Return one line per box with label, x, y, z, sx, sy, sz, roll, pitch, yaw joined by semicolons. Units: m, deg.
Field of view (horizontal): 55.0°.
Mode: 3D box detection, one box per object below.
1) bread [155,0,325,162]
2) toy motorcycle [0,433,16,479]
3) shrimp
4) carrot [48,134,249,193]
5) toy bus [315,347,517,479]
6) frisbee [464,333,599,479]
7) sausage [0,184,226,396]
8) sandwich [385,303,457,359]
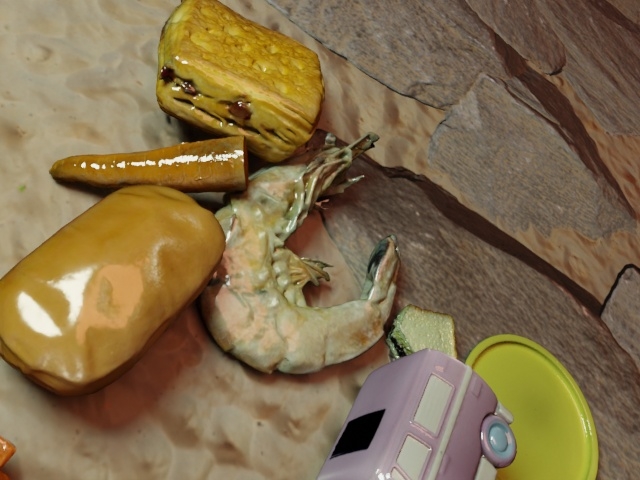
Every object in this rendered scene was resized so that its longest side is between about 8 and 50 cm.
bread;-0.100;-0.198;0.758;0.210;0.099;0.235;21;35;-18
toy motorcycle;-0.314;0.187;0.400;0.325;0.148;0.221;46;25;-12
shrimp;0.000;0.000;0.735;0.247;0.085;0.360;37;57;-8
carrot;-0.182;-0.077;0.657;0.210;0.061;0.061;-4;63;-6
toy bus;0.092;0.228;0.622;0.142;0.142;0.202;43;49;-10
frisbee;0.272;0.236;0.802;0.236;0.017;0.236;14;57;-23
sausage;-0.188;0.035;0.573;0.136;0.120;0.241;34;50;1
sandwich;0.128;0.135;0.761;0.093;0.036;0.104;11;60;-26
